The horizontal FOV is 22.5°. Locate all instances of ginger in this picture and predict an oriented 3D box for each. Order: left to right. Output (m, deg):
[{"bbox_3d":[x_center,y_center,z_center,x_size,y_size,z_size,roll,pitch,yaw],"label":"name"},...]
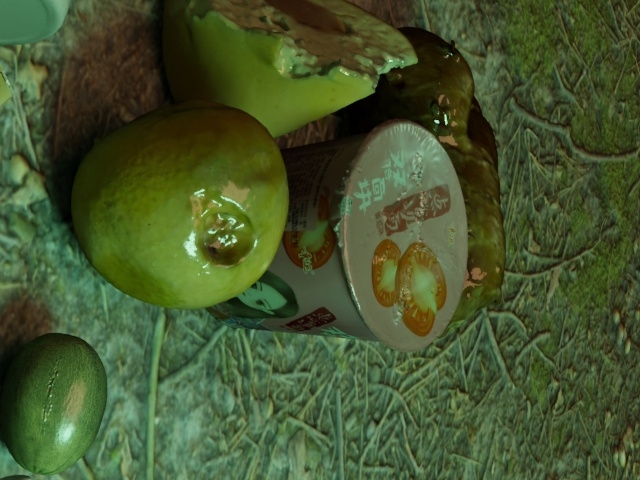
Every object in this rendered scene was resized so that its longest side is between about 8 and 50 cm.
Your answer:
[{"bbox_3d":[0.116,-0.088,1.907,0.254,0.176,0.418,52,33,-43],"label":"ginger"}]

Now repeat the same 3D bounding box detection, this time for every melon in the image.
[{"bbox_3d":[-0.243,0.148,1.464,0.098,0.098,0.130,31,60,-51],"label":"melon"}]

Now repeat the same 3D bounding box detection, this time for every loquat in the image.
[{"bbox_3d":[-0.135,-0.032,1.551,0.213,0.213,0.213,6,83,-55],"label":"loquat"}]

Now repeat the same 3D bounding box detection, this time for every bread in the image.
[{"bbox_3d":[-0.050,-0.228,1.679,0.211,0.224,0.183,65,34,-17],"label":"bread"}]

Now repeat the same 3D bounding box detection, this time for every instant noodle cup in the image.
[{"bbox_3d":[0.000,0.000,1.709,0.243,0.231,0.243,7,81,-55],"label":"instant noodle cup"}]

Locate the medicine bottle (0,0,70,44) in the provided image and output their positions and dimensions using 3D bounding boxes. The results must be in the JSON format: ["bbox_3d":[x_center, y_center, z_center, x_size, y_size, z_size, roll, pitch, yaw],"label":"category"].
[{"bbox_3d":[-0.264,-0.355,1.367,0.208,0.208,0.339,36,59,-49],"label":"medicine bottle"}]

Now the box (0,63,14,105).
[{"bbox_3d":[-0.332,-0.124,1.419,0.149,0.020,0.073,-49,125,-45],"label":"box"}]

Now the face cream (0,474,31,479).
[{"bbox_3d":[-0.318,0.363,1.303,0.145,0.145,0.369,30,62,-51],"label":"face cream"}]
